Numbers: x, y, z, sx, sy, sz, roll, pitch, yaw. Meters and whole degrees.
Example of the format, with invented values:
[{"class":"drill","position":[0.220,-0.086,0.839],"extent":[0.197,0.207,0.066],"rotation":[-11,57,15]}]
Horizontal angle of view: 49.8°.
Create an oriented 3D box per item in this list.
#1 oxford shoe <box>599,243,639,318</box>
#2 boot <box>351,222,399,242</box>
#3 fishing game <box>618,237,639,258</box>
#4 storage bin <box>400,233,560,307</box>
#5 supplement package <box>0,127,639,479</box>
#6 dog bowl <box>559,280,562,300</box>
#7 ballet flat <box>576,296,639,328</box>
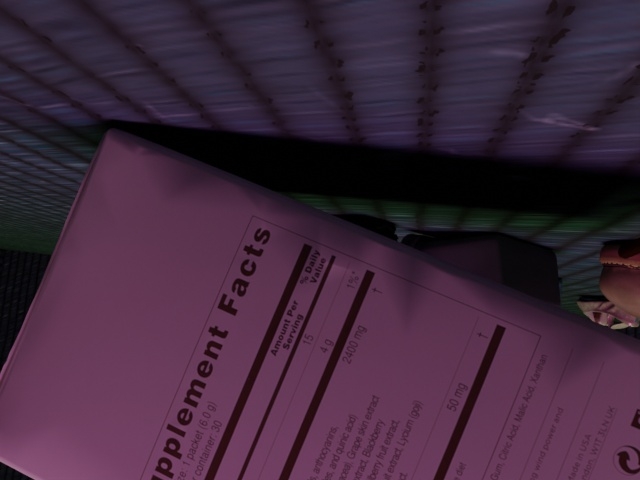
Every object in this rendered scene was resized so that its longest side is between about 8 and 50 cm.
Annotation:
[{"class":"oxford shoe","position":[0.356,0.118,0.520],"extent":[0.348,0.130,0.123],"rotation":[29,180,4]},{"class":"boot","position":[0.000,0.001,0.579],"extent":[0.099,0.045,0.121],"rotation":[5,-178,39]},{"class":"fishing game","position":[0.301,0.009,0.332],"extent":[0.264,0.041,0.189],"rotation":[13,166,-3]},{"class":"storage bin","position":[0.147,0.041,0.612],"extent":[0.135,0.098,0.091],"rotation":[12,162,-43]},{"class":"supplement package","position":[0.008,0.084,0.389],"extent":[0.293,0.175,0.177],"rotation":[23,179,12]},{"class":"dog bowl","position":[0.194,0.110,0.916],"extent":[0.297,0.074,0.166],"rotation":[-6,174,-29]},{"class":"ballet flat","position":[0.481,0.122,1.165],"extent":[0.057,0.052,0.168],"rotation":[7,175,-6]}]
